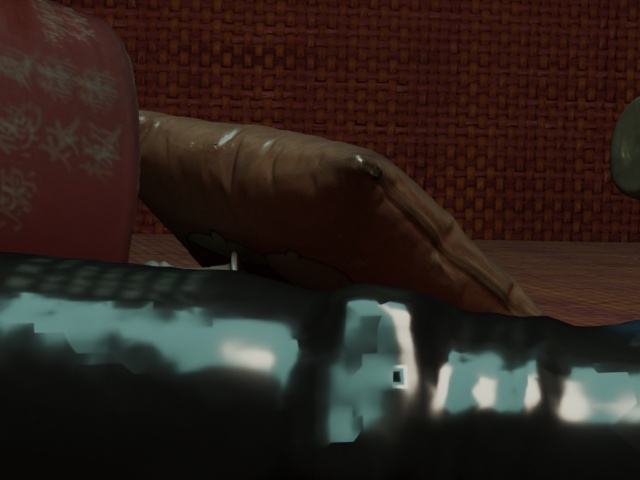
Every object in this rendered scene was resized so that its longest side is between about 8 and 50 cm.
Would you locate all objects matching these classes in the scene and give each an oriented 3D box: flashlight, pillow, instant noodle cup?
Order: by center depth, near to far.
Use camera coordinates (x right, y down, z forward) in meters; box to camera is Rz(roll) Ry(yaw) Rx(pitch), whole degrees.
[{"bbox_3d":[0.111,0.059,0.362,0.424,0.103,0.103,3,3,10],"label":"flashlight"},{"bbox_3d":[-0.186,-0.017,0.683,0.178,0.235,0.235,11,-2,-29],"label":"instant noodle cup"},{"bbox_3d":[0.000,0.000,1.059,0.236,0.084,0.223,8,-27,40],"label":"pillow"}]

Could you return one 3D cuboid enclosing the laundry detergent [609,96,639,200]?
[{"bbox_3d":[0.371,-0.025,1.120,0.398,0.125,0.264,12,-11,-25],"label":"laundry detergent"}]

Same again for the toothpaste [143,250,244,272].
[{"bbox_3d":[-0.173,0.048,1.018,0.266,0.061,0.096,-5,4,4],"label":"toothpaste"}]
